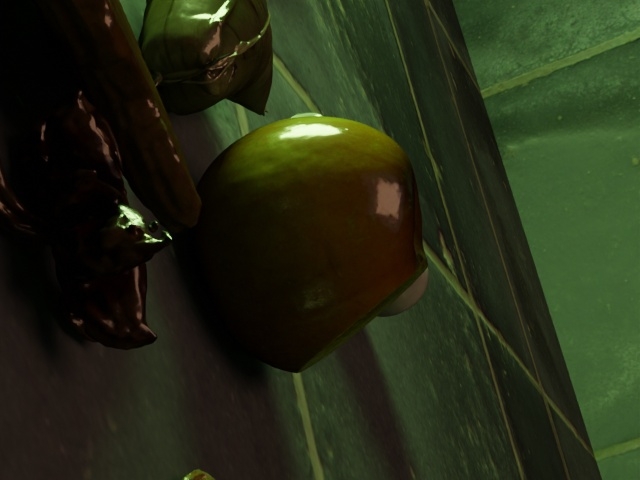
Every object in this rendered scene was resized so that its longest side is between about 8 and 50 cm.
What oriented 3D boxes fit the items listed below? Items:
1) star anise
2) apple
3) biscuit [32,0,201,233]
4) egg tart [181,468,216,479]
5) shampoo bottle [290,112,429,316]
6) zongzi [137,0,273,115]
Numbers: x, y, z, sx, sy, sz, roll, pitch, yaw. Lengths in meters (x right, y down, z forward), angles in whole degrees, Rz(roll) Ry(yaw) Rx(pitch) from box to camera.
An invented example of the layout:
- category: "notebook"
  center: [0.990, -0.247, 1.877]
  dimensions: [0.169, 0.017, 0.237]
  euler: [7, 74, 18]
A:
- category: "star anise"
  center: [-0.126, -0.035, 0.672]
  dimensions: [0.097, 0.070, 0.191]
  euler: [134, -63, -75]
- category: "apple"
  center: [-0.001, 0.001, 0.911]
  dimensions: [0.146, 0.147, 0.163]
  euler: [-61, 131, -71]
- category: "biscuit"
  center: [-0.131, -0.131, 0.766]
  dimensions: [0.208, 0.041, 0.290]
  euler: [71, -4, -70]
- category: "egg tart"
  center: [-0.044, 0.167, 0.739]
  dimensions: [0.105, 0.039, 0.105]
  euler: [-19, 90, -77]
- category: "shampoo bottle"
  center: [0.028, -0.022, 1.208]
  dimensions: [0.074, 0.074, 0.192]
  euler: [-90, 156, -55]
- category: "zongzi"
  center: [-0.068, -0.100, 0.976]
  dimensions: [0.189, 0.081, 0.178]
  euler: [-87, 164, -45]
